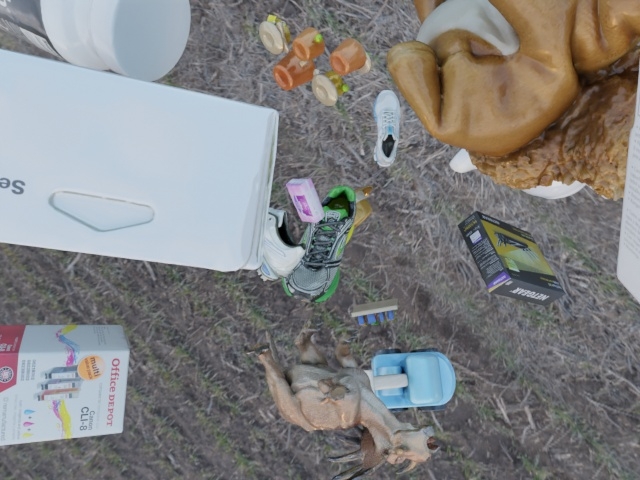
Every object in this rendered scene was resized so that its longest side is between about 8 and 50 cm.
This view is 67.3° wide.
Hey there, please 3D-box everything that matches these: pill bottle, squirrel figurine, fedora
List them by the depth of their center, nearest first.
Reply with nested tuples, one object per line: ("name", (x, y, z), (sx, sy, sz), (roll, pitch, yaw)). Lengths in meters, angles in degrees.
("pill bottle", (-0.314, -0.310, 0.599), (0.278, 0.162, 0.162), (26, 111, 15))
("squirrel figurine", (0.336, -0.243, 0.613), (0.370, 0.281, 0.397), (-19, 122, 36))
("fedora", (0.091, -0.081, 1.426), (0.194, 0.194, 0.079), (-39, 81, 23))

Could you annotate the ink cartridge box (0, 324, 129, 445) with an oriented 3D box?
("ink cartridge box", (-0.374, 0.198, 0.691), (0.176, 0.127, 0.128), (4, 95, -28))

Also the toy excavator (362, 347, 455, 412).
("toy excavator", (0.264, 0.459, 1.593), (0.432, 0.445, 0.222), (-2, 72, -6))

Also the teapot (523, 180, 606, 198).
("teapot", (0.637, -0.202, 1.301), (0.252, 0.256, 0.187), (-22, 119, 43))

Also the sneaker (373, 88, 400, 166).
("sneaker", (0.172, -0.283, 1.200), (0.071, 0.083, 0.191), (-2, 97, -1))

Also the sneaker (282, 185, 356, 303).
("sneaker", (0.000, 0.000, 1.152), (0.134, 0.344, 0.146), (15, 141, 6))

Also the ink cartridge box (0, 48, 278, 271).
("ink cartridge box", (-0.168, -0.056, 0.439), (0.211, 0.289, 0.122), (7, 91, -17))

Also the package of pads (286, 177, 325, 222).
("package of pads", (-0.027, -0.076, 0.897), (0.050, 0.032, 0.083), (10, 130, 50))

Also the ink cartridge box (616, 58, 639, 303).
("ink cartridge box", (0.219, -0.005, 0.190), (0.060, 0.275, 0.239), (-10, 120, 8))

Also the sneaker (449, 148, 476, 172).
("sneaker", (0.422, -0.198, 1.025), (0.290, 0.106, 0.123), (-27, 75, -7))

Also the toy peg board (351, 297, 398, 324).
("toy peg board", (0.203, 0.269, 1.721), (0.161, 0.160, 0.079), (-12, 91, 9))

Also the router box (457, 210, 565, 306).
("router box", (0.580, 0.059, 1.461), (0.081, 0.308, 0.243), (-44, 46, 36))

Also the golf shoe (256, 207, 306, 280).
("golf shoe", (-0.084, -0.031, 0.701), (0.086, 0.069, 0.176), (-40, 84, 29))

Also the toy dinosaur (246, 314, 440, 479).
("toy dinosaur", (0.004, 0.232, 0.683), (0.295, 0.127, 0.200), (11, 121, 38))

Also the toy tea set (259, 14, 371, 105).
("toy tea set", (-0.001, -0.469, 1.238), (0.336, 0.124, 0.200), (30, 150, 31))
